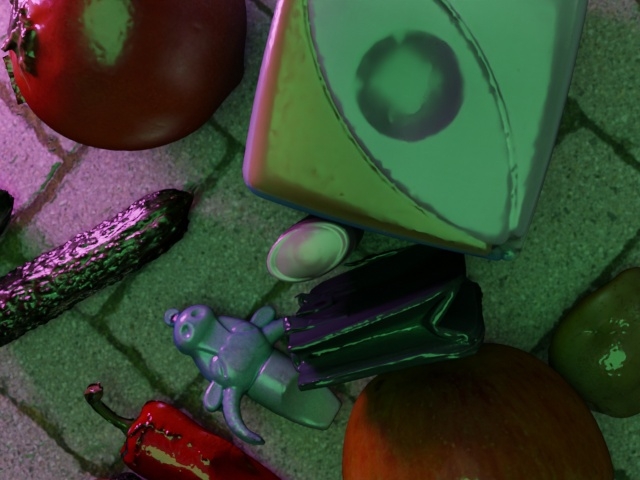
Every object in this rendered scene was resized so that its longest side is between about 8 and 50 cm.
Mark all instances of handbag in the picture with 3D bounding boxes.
[{"bbox_3d":[0.081,0.084,1.615,0.238,0.326,0.089,-17,100,8],"label":"handbag"}]

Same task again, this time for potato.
[{"bbox_3d":[0.390,0.130,1.678,0.157,0.157,0.194,26,86,4],"label":"potato"}]

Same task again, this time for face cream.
[{"bbox_3d":[0.000,0.000,1.643,0.107,0.269,0.073,-25,92,9],"label":"face cream"}]

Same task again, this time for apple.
[{"bbox_3d":[0.193,0.287,1.622,0.339,0.339,0.340,1,96,8],"label":"apple"}]

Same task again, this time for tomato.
[{"bbox_3d":[-0.244,-0.272,1.647,0.321,0.321,0.322,1,96,8],"label":"tomato"}]

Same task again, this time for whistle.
[{"bbox_3d":[-0.097,0.172,1.767,0.274,0.093,0.186,31,73,0],"label":"whistle"}]

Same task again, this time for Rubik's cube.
[{"bbox_3d":[0.119,-0.185,1.568,0.352,0.351,0.347,16,97,8],"label":"Rubik's cube"}]

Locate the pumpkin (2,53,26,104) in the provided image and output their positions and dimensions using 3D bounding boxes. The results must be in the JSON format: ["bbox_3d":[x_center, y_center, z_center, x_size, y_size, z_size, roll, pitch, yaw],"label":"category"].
[{"bbox_3d":[-0.391,-0.234,1.782,0.083,0.054,0.074,-18,98,4],"label":"pumpkin"}]

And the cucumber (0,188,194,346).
[{"bbox_3d":[-0.323,0.034,1.786,0.359,0.096,0.096,-27,92,7],"label":"cucumber"}]

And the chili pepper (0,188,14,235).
[{"bbox_3d":[-0.566,-0.038,1.794,0.264,0.116,0.148,6,100,8],"label":"chili pepper"}]

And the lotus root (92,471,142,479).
[{"bbox_3d":[-0.311,0.420,1.804,0.138,0.138,0.214,40,99,2],"label":"lotus root"}]

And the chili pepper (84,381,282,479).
[{"bbox_3d":[-0.160,0.313,1.784,0.387,0.110,0.110,29,99,2],"label":"chili pepper"}]
